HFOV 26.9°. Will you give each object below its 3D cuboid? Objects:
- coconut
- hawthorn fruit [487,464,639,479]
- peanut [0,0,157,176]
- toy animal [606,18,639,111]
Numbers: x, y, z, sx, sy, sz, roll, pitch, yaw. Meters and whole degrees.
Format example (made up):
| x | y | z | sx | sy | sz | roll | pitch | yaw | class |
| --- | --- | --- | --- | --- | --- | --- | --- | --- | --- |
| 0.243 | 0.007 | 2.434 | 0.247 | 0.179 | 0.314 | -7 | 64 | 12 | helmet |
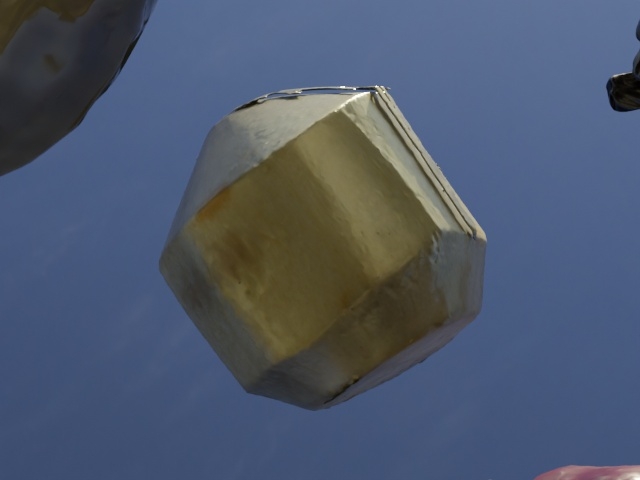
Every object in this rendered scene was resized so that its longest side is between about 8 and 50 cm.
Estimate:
| x | y | z | sx | sy | sz | roll | pitch | yaw | class |
| --- | --- | --- | --- | --- | --- | --- | --- | --- | --- |
| 0.000 | 0.000 | 1.305 | 0.322 | 0.323 | 0.323 | 2 | -119 | -4 | coconut |
| 0.256 | 0.303 | 1.119 | 0.307 | 0.265 | 0.265 | 43 | -114 | 9 | hawthorn fruit |
| -0.091 | -0.118 | 0.389 | 0.136 | 0.120 | 0.298 | 36 | -90 | -11 | peanut |
| 0.232 | -0.173 | 0.849 | 0.117 | 0.210 | 0.121 | -31 | -146 | -31 | toy animal |
